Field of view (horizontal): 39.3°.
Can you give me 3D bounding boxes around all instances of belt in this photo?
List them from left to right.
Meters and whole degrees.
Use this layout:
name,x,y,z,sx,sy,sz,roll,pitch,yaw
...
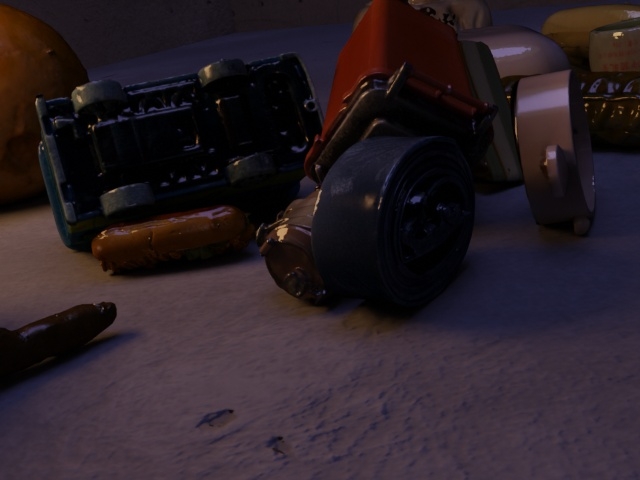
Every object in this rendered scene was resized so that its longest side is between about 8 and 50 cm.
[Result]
name,x,y,z,sx,sy,sz,roll,pitch,yaw
belt,0.074,-0.021,0.786,0.082,0.141,0.190,6,20,34

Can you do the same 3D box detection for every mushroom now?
name,x,y,z,sx,sy,sz,roll,pitch,yaw
mushroom,0.193,-0.472,1.791,0.314,0.336,0.314,-8,27,4

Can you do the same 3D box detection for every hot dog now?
name,x,y,z,sx,sy,sz,roll,pitch,yaw
hot dog,-0.163,0.000,0.965,0.188,0.055,0.072,-10,-3,5

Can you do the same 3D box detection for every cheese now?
name,x,y,z,sx,sy,sz,roll,pitch,yaw
cheese,0.584,-0.393,1.699,0.260,0.128,0.316,-11,20,-14

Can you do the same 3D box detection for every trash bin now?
name,x,y,z,sx,sy,sz,roll,pitch,yaw
trash bin,0.091,-0.162,0.982,0.161,0.184,0.238,22,45,-17

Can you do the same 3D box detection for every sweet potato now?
name,x,y,z,sx,sy,sz,roll,pitch,yaw
sweet potato,-0.291,0.091,0.731,0.269,0.074,0.075,-11,17,-29

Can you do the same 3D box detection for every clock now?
name,x,y,z,sx,sy,sz,roll,pitch,yaw
clock,0.236,-0.091,0.907,0.063,0.155,0.229,-6,19,24

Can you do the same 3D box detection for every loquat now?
name,x,y,z,sx,sy,sz,roll,pitch,yaw
loquat,-0.506,-0.204,1.339,0.329,0.328,0.328,-8,18,3

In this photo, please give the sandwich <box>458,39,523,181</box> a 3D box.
name,x,y,z,sx,sy,sz,roll,pitch,yaw
sandwich,0.203,-0.159,1.092,0.079,0.163,0.113,-4,15,-30

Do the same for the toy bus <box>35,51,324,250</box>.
name,x,y,z,sx,sy,sz,roll,pitch,yaw
toy bus,-0.164,-0.106,1.053,0.312,0.152,0.190,-15,-7,-18

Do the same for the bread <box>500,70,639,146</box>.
name,x,y,z,sx,sy,sz,roll,pitch,yaw
bread,0.336,-0.178,1.212,0.269,0.098,0.087,8,13,42

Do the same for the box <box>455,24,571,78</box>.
name,x,y,z,sx,sy,sz,roll,pitch,yaw
box,0.212,-0.261,1.448,0.349,0.141,0.288,-7,19,4

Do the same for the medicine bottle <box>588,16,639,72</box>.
name,x,y,z,sx,sy,sz,roll,pitch,yaw
medicine bottle,0.460,-0.240,1.267,0.147,0.143,0.147,-12,14,3

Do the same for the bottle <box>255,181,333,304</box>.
name,x,y,z,sx,sy,sz,roll,pitch,yaw
bottle,0.001,0.000,0.840,0.099,0.099,0.152,4,26,34
